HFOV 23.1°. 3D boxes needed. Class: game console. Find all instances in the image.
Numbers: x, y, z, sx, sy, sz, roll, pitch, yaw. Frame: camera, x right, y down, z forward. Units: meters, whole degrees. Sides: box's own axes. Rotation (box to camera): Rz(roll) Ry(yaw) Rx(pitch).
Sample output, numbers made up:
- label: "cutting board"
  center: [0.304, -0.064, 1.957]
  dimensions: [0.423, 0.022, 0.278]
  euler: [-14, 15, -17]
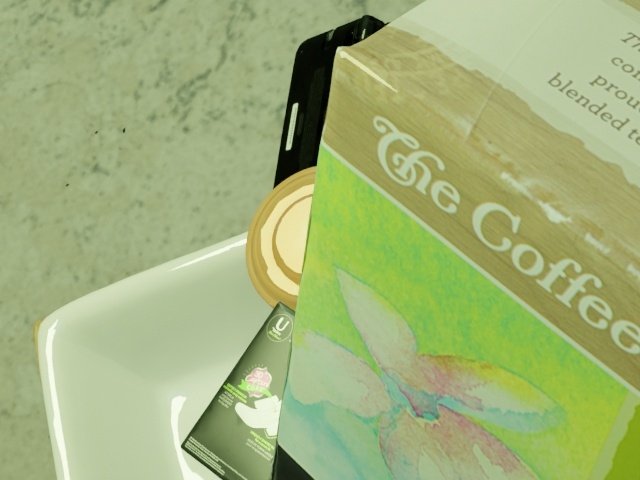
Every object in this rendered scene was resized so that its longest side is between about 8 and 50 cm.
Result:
- label: "game console"
  center: [0.034, -0.064, 0.933]
  dimensions: [0.107, 0.071, 0.122]
  euler: [-13, 63, 51]

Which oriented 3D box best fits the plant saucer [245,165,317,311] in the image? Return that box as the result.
- label: "plant saucer"
  center: [0.000, 0.000, 0.790]
  dimensions: [0.083, 0.013, 0.084]
  euler: [-8, 68, 20]

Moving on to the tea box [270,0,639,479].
- label: "tea box"
  center: [0.173, 0.086, 0.553]
  dimensions: [0.329, 0.324, 0.220]
  euler: [38, 54, 24]

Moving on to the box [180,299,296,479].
- label: "box"
  center: [-0.013, 0.082, 0.737]
  dimensions: [0.052, 0.062, 0.083]
  euler: [33, 87, 31]

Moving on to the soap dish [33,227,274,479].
- label: "soap dish"
  center: [-0.020, 0.141, 0.822]
  dimensions: [0.228, 0.118, 0.291]
  euler: [-22, 65, 15]
